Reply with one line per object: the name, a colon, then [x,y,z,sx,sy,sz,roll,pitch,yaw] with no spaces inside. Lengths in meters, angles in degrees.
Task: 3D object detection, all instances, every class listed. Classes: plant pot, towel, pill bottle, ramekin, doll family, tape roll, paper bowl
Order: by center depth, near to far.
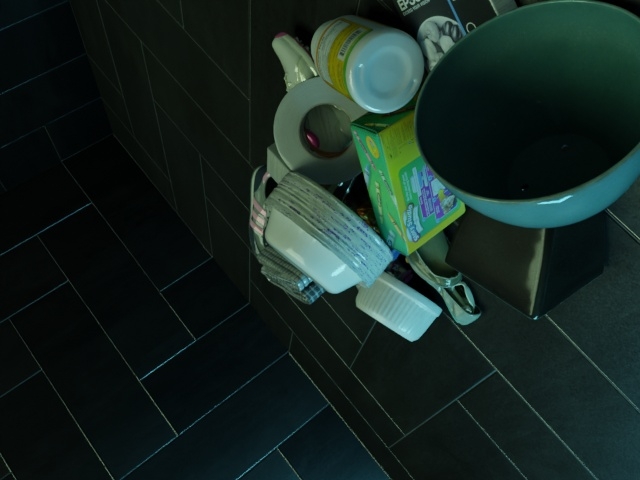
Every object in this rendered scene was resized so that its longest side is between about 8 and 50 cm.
plant pot: [0.291,-0.131,0.810,0.290,0.290,0.195,37,176,39]
plant pot: [0.333,-0.022,0.983,0.188,0.187,0.167,38,142,39]
pill bottle: [0.069,-0.322,1.104,0.245,0.136,0.136,53,167,57]
tape roll: [0.017,-0.230,1.287,0.219,0.219,0.072,60,-162,-13]
paper bowl: [0.000,0.000,1.292,0.284,0.148,0.284,39,174,5]
doll family: [0.157,-0.010,1.502,0.163,0.118,0.263,36,171,28]
ramekin: [0.184,0.161,1.547,0.207,0.109,0.207,33,177,2]
towel: [-0.033,0.050,1.798,0.121,0.235,0.284,55,163,-28]

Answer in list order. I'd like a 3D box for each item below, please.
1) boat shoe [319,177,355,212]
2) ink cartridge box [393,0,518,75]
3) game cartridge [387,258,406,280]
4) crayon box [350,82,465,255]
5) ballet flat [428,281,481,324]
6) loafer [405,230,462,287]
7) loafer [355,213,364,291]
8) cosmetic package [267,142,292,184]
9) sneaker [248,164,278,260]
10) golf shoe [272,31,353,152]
boat shoe: [0.025,-0.082,1.513,0.123,0.342,0.123,21,-154,-22]
ink cartridge box: [0.190,-0.366,0.940,0.208,0.045,0.206,61,160,-13]
game cartridge: [0.199,0.079,1.640,0.056,0.017,0.083,55,160,10]
crayon box: [0.171,-0.130,1.170,0.081,0.165,0.278,31,149,47]
ballet flat: [0.290,0.093,1.417,0.068,0.072,0.213,-37,89,42]
loafer: [0.220,-0.010,1.345,0.251,0.094,0.087,53,157,11]
loafer: [0.107,0.051,1.675,0.095,0.109,0.302,-108,-5,-63]
cosmetic package: [-0.037,-0.160,1.672,0.238,0.107,0.127,46,158,14]
sneaker: [-0.150,-0.071,1.900,0.131,0.112,0.319,9,105,60]
golf shoe: [-0.032,-0.307,1.362,0.306,0.140,0.115,56,179,0]
